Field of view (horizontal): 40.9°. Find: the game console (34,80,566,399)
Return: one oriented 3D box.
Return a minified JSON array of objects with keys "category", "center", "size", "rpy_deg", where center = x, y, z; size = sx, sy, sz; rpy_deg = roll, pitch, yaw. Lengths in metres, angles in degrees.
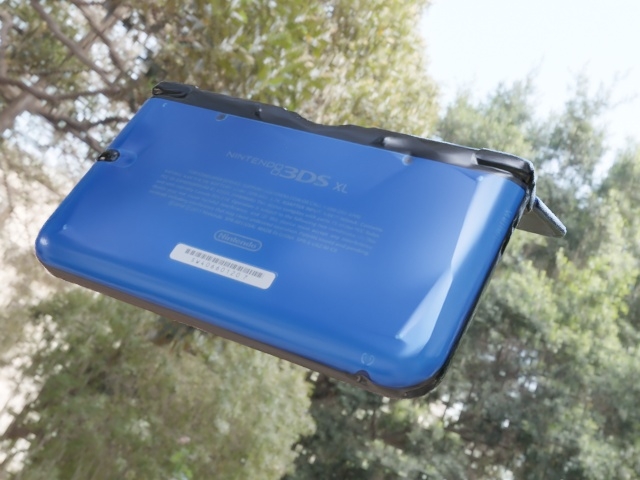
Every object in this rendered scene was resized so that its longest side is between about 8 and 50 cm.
[{"category":"game console","center":[0.000,0.000,0.618],"size":[0.293,0.250,0.173],"rpy_deg":[16,-33,26]}]
